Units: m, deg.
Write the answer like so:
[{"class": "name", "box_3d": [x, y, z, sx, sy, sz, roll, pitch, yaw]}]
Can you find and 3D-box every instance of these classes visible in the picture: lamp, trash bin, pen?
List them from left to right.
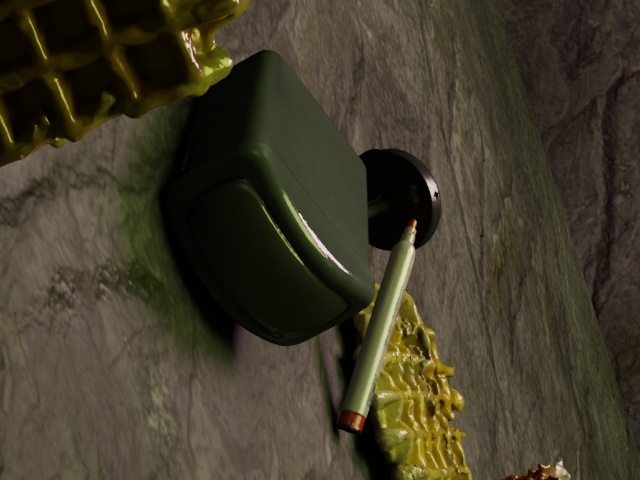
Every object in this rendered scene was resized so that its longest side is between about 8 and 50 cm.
[{"class": "trash bin", "box_3d": [-0.035, -0.032, 1.368, 0.177, 0.101, 0.236, 49, 23, -26]}, {"class": "lamp", "box_3d": [0.036, -0.011, 1.591, 0.371, 0.108, 0.130, -30, 103, -73]}, {"class": "pen", "box_3d": [0.056, 0.076, 1.569, 0.026, 0.026, 0.218, 49, 54, -54]}]

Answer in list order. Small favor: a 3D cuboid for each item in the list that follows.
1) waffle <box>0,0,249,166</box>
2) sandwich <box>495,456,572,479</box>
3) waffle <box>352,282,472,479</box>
[{"class": "waffle", "box_3d": [-0.149, -0.171, 0.960, 0.057, 0.219, 0.229, -70, 141, -67]}, {"class": "sandwich", "box_3d": [0.248, 0.341, 1.859, 0.109, 0.160, 0.185, -12, 77, -54]}, {"class": "waffle", "box_3d": [0.090, 0.172, 1.689, 0.250, 0.056, 0.261, -82, 153, -53]}]
